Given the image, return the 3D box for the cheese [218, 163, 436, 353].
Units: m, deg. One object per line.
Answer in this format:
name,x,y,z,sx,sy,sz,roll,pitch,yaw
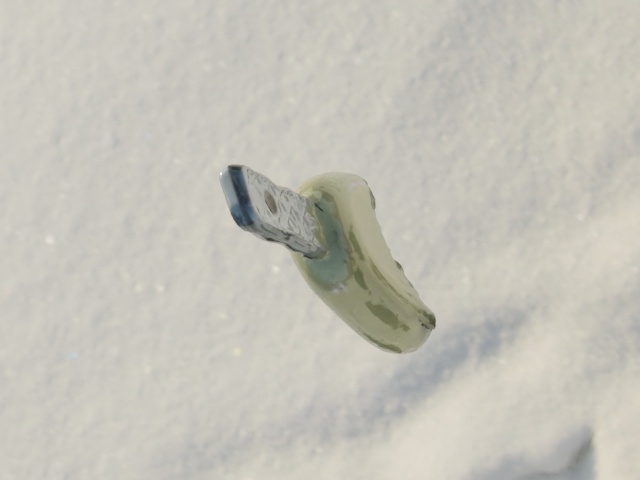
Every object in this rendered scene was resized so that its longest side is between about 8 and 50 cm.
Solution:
cheese,0.001,0.000,1.087,0.050,0.235,0.127,-25,70,20
